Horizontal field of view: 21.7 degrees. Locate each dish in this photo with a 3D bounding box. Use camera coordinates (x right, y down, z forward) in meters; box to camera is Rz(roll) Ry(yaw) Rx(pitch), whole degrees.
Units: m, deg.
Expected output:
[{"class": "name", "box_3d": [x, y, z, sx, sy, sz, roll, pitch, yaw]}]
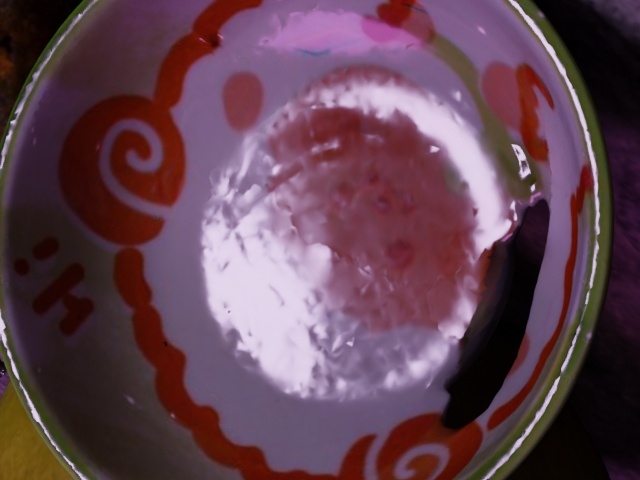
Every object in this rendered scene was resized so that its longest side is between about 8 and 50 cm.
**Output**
[{"class": "dish", "box_3d": [0.000, 0.000, 0.851, 0.324, 0.324, 0.124, 24, -177, 22]}]

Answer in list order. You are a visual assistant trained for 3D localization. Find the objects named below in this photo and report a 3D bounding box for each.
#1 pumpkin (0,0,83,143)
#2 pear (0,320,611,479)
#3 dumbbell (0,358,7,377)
[{"class": "pumpkin", "box_3d": [-0.208, -0.117, 0.988, 0.232, 0.242, 0.325, 4, 138, 5]}, {"class": "pear", "box_3d": [-0.004, 0.164, 1.041, 0.413, 0.352, 0.352, 23, 153, 3]}, {"class": "dumbbell", "box_3d": [-0.375, 0.059, 1.570, 0.208, 0.099, 0.099, 43, 153, -17]}]
